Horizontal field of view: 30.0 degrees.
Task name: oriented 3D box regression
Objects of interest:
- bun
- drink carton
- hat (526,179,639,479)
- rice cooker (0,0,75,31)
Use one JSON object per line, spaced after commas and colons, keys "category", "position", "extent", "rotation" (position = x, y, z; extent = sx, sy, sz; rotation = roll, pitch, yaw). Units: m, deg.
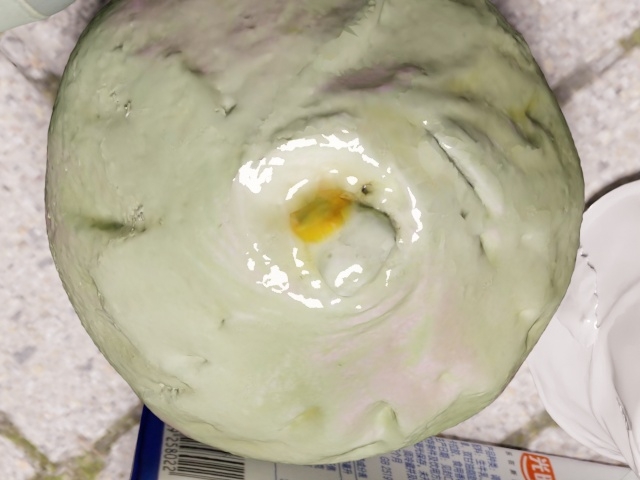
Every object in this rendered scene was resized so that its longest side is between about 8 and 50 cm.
{"category": "bun", "position": [0.000, 0.000, 0.577], "extent": [0.283, 0.179, 0.283], "rotation": [-2, 116, -3]}
{"category": "drink carton", "position": [0.039, 0.187, 0.699], "extent": [0.315, 0.106, 0.130], "rotation": [9, 114, -8]}
{"category": "hat", "position": [0.216, 0.075, 0.649], "extent": [0.203, 0.126, 0.203], "rotation": [-2, 116, -5]}
{"category": "rice cooker", "position": [-0.240, -0.170, 0.449], "extent": [0.317, 0.264, 0.316], "rotation": [-5, 124, -8]}
